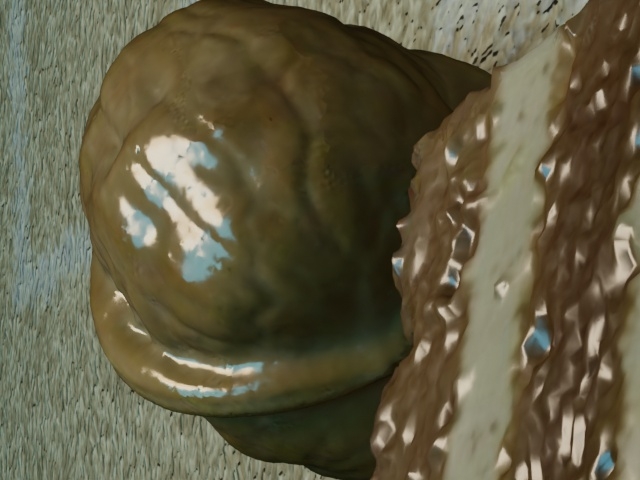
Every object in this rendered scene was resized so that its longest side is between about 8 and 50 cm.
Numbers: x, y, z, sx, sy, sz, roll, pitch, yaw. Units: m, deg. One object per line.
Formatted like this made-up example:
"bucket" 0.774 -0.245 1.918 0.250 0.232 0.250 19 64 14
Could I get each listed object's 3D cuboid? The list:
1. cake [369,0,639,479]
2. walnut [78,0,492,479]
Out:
"cake" 0.182 0.051 0.709 0.290 0.256 0.282 137 147 -60
"walnut" 0.000 0.000 1.161 0.296 0.285 0.285 59 177 -35
